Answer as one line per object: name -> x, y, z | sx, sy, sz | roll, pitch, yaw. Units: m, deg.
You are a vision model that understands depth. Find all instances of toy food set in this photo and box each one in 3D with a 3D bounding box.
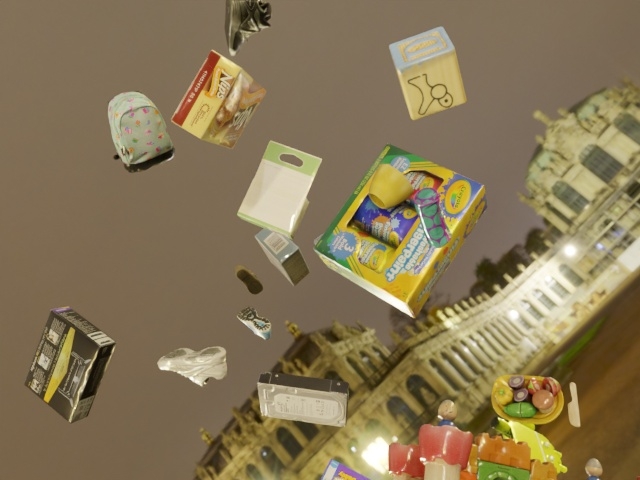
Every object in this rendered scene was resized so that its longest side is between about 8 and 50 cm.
toy food set -> 0.535, 0.389, 1.485 | 0.071, 0.217, 0.128 | 55, -137, -43

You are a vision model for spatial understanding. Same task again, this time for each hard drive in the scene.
hard drive -> -0.063, 0.606, 2.239 | 0.064, 0.338, 0.237 | -76, -9, -46

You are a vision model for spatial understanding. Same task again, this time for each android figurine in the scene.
android figurine -> 0.700, 0.691, 1.970 | 0.056, 0.272, 0.248 | -59, 7, 24

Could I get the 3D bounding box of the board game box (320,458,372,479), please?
board game box -> 0.155, 0.830, 1.902 | 0.078, 0.233, 0.347 | -59, -29, -22

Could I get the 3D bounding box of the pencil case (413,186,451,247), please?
pencil case -> 0.278, -0.056, 1.453 | 0.064, 0.070, 0.152 | -53, -47, -30

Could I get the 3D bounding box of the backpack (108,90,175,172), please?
backpack -> -0.432, -0.266, 1.417 | 0.151, 0.115, 0.182 | -31, -47, -25

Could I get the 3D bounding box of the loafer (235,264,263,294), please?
loafer -> -0.249, 0.133, 2.053 | 0.056, 0.050, 0.148 | -31, -48, 1

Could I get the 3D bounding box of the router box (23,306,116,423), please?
router box -> -0.850, 0.418, 1.995 | 0.309, 0.242, 0.081 | -64, -20, 13

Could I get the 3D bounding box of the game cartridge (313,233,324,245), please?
game cartridge -> 0.000, 0.000, 2.377 | 0.056, 0.017, 0.083 | -32, 15, -1

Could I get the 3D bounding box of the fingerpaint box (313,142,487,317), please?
fingerpaint box -> 0.259, -0.042, 1.897 | 0.445, 0.371, 0.163 | -54, -29, -9

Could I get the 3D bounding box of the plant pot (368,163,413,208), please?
plant pot -> 0.203, -0.154, 1.809 | 0.095, 0.134, 0.134 | -46, -20, -13

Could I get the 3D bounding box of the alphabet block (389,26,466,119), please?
alphabet block -> 0.348, -0.544, 1.918 | 0.192, 0.194, 0.197 | -16, -50, 12

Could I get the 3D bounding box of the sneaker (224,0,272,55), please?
sneaker -> -0.203, -0.596, 1.651 | 0.130, 0.087, 0.227 | -9, -17, -17

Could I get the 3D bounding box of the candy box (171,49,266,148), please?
candy box -> -0.238, -0.332, 1.442 | 0.183, 0.087, 0.316 | -57, -1, 7

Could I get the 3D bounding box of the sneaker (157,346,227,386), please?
sneaker -> -0.388, 0.391, 1.785 | 0.090, 0.232, 0.115 | -40, -57, -65

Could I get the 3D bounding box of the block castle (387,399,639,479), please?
block castle -> 0.355, 0.433, 1.017 | 0.303, 0.452, 0.213 | 107, 175, -63

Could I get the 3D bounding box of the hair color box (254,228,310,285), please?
hair color box -> -0.171, 0.070, 2.757 | 0.113, 0.185, 0.374 | -42, -19, -9

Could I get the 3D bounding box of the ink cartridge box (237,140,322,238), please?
ink cartridge box -> -0.111, -0.143, 1.663 | 0.056, 0.171, 0.235 | 54, -122, -74

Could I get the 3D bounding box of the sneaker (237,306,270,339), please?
sneaker -> -0.221, 0.281, 1.961 | 0.063, 0.162, 0.073 | -31, -50, -26
